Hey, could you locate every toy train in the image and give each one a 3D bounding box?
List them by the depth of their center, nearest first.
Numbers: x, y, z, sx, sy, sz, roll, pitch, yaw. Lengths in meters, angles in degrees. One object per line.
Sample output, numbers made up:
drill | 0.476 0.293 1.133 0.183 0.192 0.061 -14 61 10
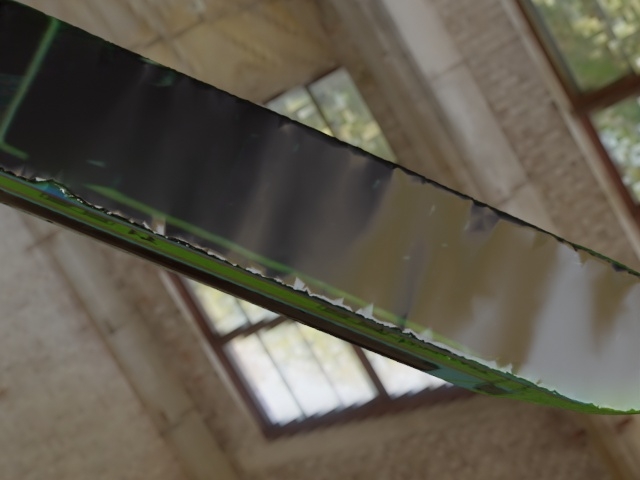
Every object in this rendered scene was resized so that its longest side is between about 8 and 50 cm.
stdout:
toy train | 0.000 0.000 0.495 0.042 0.209 0.044 -26 -137 67
